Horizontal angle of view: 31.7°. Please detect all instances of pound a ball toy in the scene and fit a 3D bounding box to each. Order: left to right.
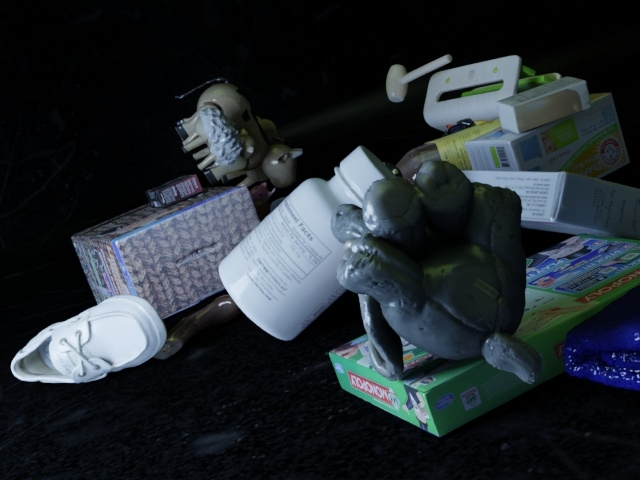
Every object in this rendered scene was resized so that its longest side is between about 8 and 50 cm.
[{"bbox_3d":[0.296,-0.284,2.273,0.208,0.135,0.319,15,-10,-33],"label":"pound a ball toy"}]

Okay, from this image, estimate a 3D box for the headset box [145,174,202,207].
[{"bbox_3d":[-0.239,-0.083,1.863,0.083,0.032,0.062,-26,13,-23],"label":"headset box"}]

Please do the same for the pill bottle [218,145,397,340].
[{"bbox_3d":[0.000,0.000,1.350,0.229,0.131,0.131,-43,8,11],"label":"pill bottle"}]

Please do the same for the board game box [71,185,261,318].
[{"bbox_3d":[-0.249,0.017,1.859,0.232,0.141,0.291,-25,12,-24],"label":"board game box"}]

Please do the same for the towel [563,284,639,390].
[{"bbox_3d":[0.372,0.041,0.905,0.308,0.076,0.228,-25,6,-24],"label":"towel"}]

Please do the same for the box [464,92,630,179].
[{"bbox_3d":[0.328,-0.126,1.619,0.203,0.114,0.103,-27,16,-25],"label":"box"}]

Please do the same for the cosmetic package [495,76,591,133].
[{"bbox_3d":[0.309,-0.188,1.559,0.115,0.041,0.060,-20,19,-9],"label":"cosmetic package"}]

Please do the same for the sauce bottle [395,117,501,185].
[{"bbox_3d":[0.209,-0.113,1.771,0.345,0.111,0.111,-17,12,6],"label":"sauce bottle"}]

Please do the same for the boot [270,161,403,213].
[{"bbox_3d":[0.057,-0.060,1.534,0.179,0.085,0.236,-24,11,-31],"label":"boot"}]

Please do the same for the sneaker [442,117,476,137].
[{"bbox_3d":[0.237,-0.147,1.930,0.081,0.090,0.232,-16,12,18],"label":"sneaker"}]

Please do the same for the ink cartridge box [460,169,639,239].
[{"bbox_3d":[0.295,-0.036,1.324,0.239,0.060,0.275,11,-1,-24],"label":"ink cartridge box"}]

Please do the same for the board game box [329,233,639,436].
[{"bbox_3d":[0.190,0.078,1.082,0.317,0.046,0.213,-23,13,-18],"label":"board game box"}]

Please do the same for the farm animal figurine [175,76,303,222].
[{"bbox_3d":[-0.130,-0.162,2.079,0.172,0.326,0.330,-32,29,2],"label":"farm animal figurine"}]

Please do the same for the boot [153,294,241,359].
[{"bbox_3d":[-0.167,0.118,1.514,0.106,0.037,0.114,-29,3,25],"label":"boot"}]

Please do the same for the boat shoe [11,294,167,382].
[{"bbox_3d":[-0.314,0.147,1.495,0.277,0.098,0.096,-22,8,42],"label":"boat shoe"}]

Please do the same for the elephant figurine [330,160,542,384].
[{"bbox_3d":[0.090,0.036,0.986,0.169,0.186,0.239,13,-18,-3],"label":"elephant figurine"}]
